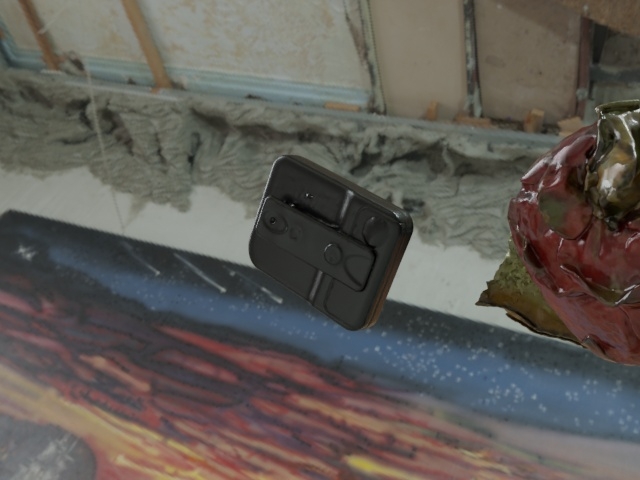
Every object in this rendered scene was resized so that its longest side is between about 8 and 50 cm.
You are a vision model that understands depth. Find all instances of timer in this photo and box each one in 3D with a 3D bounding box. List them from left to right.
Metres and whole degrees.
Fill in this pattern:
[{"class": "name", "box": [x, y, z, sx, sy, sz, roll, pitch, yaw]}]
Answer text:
[{"class": "timer", "box": [0.000, 0.000, 0.791, 0.187, 0.055, 0.144, 30, -69, 31]}]

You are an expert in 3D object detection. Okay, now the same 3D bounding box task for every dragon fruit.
[{"class": "dragon fruit", "box": [0.279, 0.006, 0.623, 0.205, 0.152, 0.317, 27, -46, -12]}]

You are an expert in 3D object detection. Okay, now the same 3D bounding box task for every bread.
[{"class": "bread", "box": [0.385, 0.014, 1.049, 0.315, 0.279, 0.248, 20, -73, -5]}]
